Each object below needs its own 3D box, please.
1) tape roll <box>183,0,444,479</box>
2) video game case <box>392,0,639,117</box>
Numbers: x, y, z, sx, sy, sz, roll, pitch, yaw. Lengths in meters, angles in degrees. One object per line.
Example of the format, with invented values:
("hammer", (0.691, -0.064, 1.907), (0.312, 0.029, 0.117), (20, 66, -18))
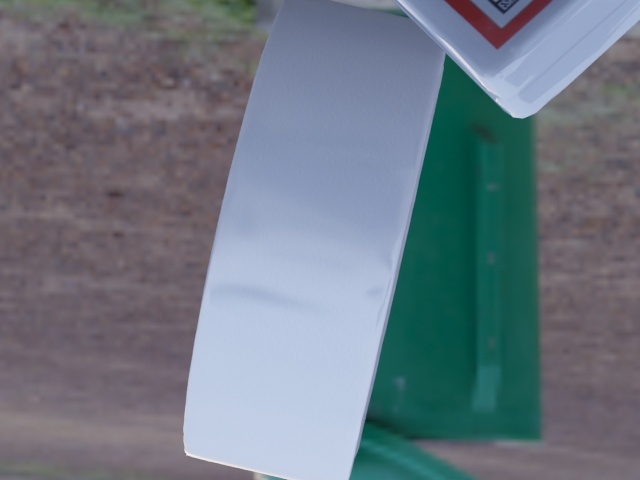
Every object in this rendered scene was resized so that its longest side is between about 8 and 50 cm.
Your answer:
("tape roll", (0.000, 0.000, 1.095), (0.100, 0.286, 0.286), (12, 170, 3))
("video game case", (0.055, -0.183, 0.561), (0.204, 0.285, 0.025), (-42, 139, 3))
